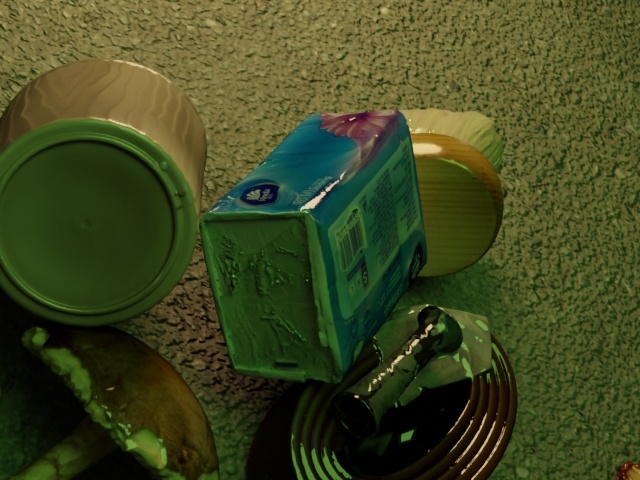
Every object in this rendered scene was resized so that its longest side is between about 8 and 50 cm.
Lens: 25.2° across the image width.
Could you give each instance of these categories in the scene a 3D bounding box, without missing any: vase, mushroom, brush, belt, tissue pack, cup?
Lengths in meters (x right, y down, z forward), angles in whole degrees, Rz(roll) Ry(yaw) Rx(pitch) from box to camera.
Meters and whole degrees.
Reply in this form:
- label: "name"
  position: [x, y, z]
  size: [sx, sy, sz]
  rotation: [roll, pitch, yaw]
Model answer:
- label: "vase"
  position: [0.081, 0.134, 1.472]
  size: [0.059, 0.059, 0.167]
  rotation: [47, 51, 3]
- label: "mushroom"
  position: [-0.254, 0.193, 1.353]
  size: [0.302, 0.233, 0.208]
  rotation: [-19, 53, 7]
- label: "brush"
  position: [0.087, -0.067, 1.712]
  size: [0.267, 0.174, 0.166]
  rotation: [4, 30, 1]
- label: "belt"
  position: [0.071, 0.203, 1.545]
  size: [0.339, 0.122, 0.217]
  rotation: [-35, 84, -39]
- label: "tissue pack"
  position: [0.000, 0.000, 1.504]
  size: [0.263, 0.146, 0.198]
  rotation: [-51, 137, -54]
- label: "cup"
  position: [-0.251, -0.056, 1.388]
  size: [0.288, 0.208, 0.273]
  rotation: [6, 17, -8]

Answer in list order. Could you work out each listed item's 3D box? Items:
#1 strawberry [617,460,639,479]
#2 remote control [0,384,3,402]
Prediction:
- label: "strawberry"
  position: [0.424, 0.323, 1.730]
  size: [0.152, 0.048, 0.104]
  rotation: [37, 54, 12]
- label: "remote control"
  position: [-0.415, 0.143, 1.335]
  size: [0.234, 0.038, 0.098]
  rotation: [-18, 72, -39]
